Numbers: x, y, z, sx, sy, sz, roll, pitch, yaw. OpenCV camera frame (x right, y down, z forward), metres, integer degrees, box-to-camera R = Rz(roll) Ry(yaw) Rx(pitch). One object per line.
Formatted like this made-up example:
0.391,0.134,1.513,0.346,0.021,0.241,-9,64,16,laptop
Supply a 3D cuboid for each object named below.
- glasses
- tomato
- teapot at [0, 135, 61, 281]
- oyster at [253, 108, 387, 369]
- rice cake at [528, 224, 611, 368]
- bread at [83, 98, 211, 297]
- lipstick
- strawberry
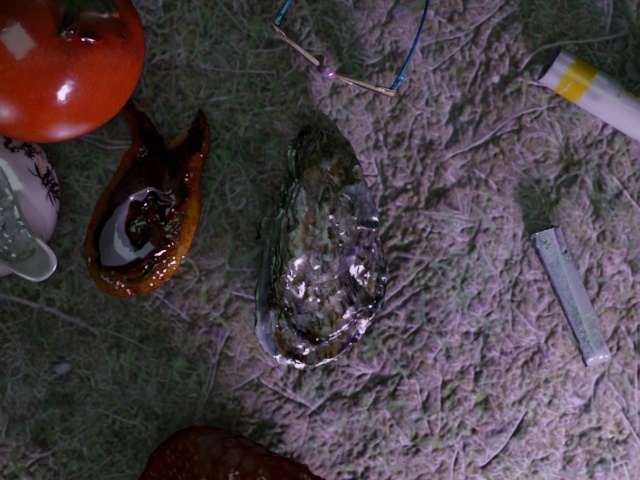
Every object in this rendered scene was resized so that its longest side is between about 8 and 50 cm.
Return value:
0.053,-0.307,1.346,0.190,0.088,0.220,29,72,-3,glasses
-0.346,-0.243,1.224,0.256,0.256,0.224,30,119,-4,tomato
-0.461,-0.064,1.282,0.300,0.166,0.208,37,103,-14,teapot
-0.002,-0.005,1.318,0.162,0.158,0.350,6,84,-45,oyster
0.348,0.078,1.379,0.043,0.034,0.210,-24,94,2,rice cake
-0.227,-0.053,1.327,0.139,0.095,0.268,15,78,-5,bread
0.422,-0.175,1.357,0.264,0.059,0.059,31,91,-4,lipstick
-0.084,0.383,1.272,0.351,0.267,0.312,49,120,12,strawberry
